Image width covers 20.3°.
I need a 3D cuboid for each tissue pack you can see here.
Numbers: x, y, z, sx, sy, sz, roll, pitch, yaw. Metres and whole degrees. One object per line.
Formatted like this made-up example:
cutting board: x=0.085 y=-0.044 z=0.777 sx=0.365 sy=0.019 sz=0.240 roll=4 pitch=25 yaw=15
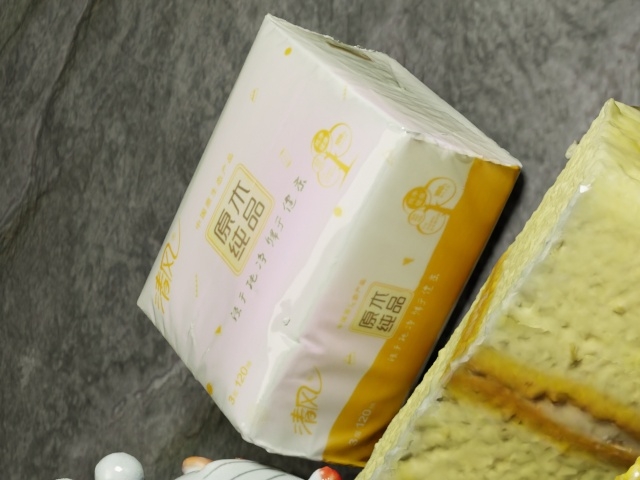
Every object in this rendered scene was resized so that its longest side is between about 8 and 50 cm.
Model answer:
tissue pack: x=0.000 y=0.000 z=1.154 sx=0.185 sy=0.124 sz=0.225 roll=47 pitch=116 yaw=49

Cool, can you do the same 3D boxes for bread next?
bread: x=0.124 y=0.064 z=1.000 sx=0.178 sy=0.142 sz=0.266 roll=45 pitch=118 yaw=30

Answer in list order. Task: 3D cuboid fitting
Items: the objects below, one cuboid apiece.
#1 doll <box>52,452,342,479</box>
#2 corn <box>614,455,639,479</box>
doll: x=-0.078 y=0.217 z=1.165 sx=0.257 sy=0.215 sz=0.161 roll=1 pitch=51 yaw=43
corn: x=0.212 y=0.258 z=0.806 sx=0.144 sy=0.144 sz=0.387 roll=-44 pitch=48 yaw=36
